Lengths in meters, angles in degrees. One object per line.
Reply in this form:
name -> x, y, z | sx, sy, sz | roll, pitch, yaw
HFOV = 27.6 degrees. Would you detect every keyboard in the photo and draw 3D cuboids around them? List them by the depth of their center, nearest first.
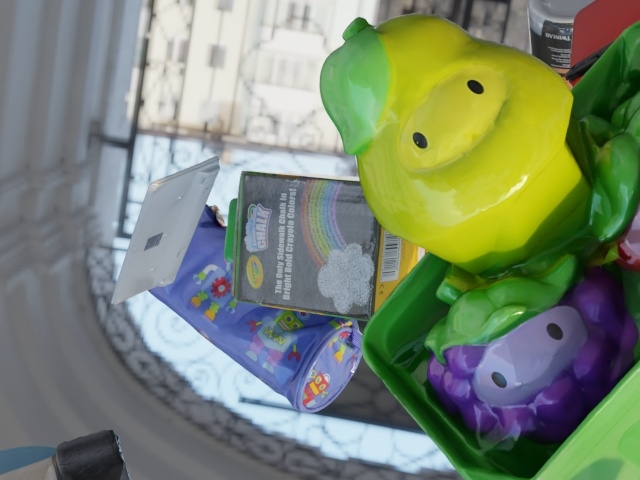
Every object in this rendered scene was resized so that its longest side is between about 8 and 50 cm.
keyboard -> -0.153, -0.004, 1.254 | 0.072, 0.014, 0.256 | -19, 160, -25

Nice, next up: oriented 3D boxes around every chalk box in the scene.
chalk box -> 0.000, 0.000, 1.290 | 0.213, 0.132, 0.132 | 8, -175, 34

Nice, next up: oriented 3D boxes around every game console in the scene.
game console -> 0.343, -0.209, 1.419 | 0.085, 0.124, 0.144 | -47, -171, -34

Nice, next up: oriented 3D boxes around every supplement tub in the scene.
supplement tub -> 0.344, -0.251, 1.774 | 0.117, 0.190, 0.117 | -7, -136, 7

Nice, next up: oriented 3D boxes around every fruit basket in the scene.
fruit basket -> 0.171, -0.017, 0.967 | 0.392, 0.392, 0.283 | 3, -156, -28

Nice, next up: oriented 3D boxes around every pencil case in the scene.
pencil case -> -0.087, 0.069, 1.533 | 0.306, 0.133, 0.119 | 36, 179, 24

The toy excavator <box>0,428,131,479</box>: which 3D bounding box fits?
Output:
toy excavator -> -0.218, 0.406, 1.180 | 0.222, 0.433, 0.445 | -19, 170, -11
